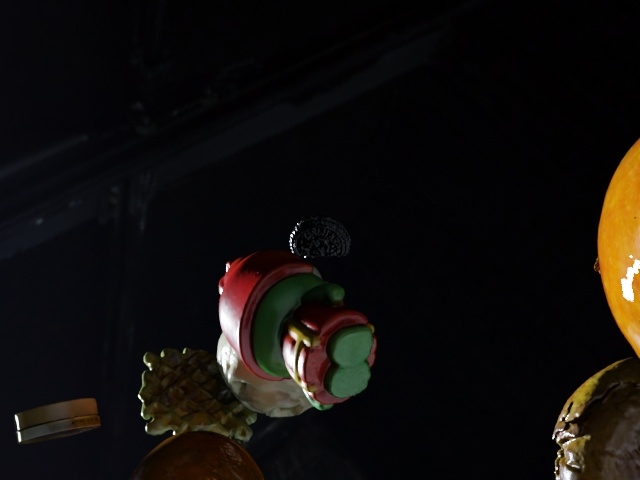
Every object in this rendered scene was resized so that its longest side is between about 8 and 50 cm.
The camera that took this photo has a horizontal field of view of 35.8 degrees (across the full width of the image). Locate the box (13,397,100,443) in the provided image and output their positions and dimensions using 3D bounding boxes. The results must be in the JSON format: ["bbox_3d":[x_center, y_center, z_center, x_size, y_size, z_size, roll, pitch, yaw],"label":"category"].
[{"bbox_3d":[-0.327,0.224,1.233,0.105,0.037,0.105,-12,-11,-2],"label":"box"}]

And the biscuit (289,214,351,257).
[{"bbox_3d":[0.000,0.000,1.496,0.087,0.089,0.027,-51,17,32],"label":"biscuit"}]

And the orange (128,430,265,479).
[{"bbox_3d":[-0.153,0.339,1.169,0.240,0.171,0.240,22,-90,-85],"label":"orange"}]

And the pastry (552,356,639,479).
[{"bbox_3d":[0.530,0.353,1.570,0.356,0.356,0.164,-36,4,-20],"label":"pastry"}]

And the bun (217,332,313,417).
[{"bbox_3d":[-0.087,0.232,1.708,0.133,0.231,0.231,-63,-19,-14],"label":"bun"}]

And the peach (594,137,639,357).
[{"bbox_3d":[0.435,0.017,0.893,0.370,0.370,0.370,-36,-24,-19],"label":"peach"}]

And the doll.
[{"bbox_3d":[-0.060,0.107,1.426,0.160,0.363,0.183,-11,-66,-24],"label":"doll"}]

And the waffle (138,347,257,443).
[{"bbox_3d":[-0.217,0.272,1.803,0.223,0.204,0.054,7,-53,-14],"label":"waffle"}]
